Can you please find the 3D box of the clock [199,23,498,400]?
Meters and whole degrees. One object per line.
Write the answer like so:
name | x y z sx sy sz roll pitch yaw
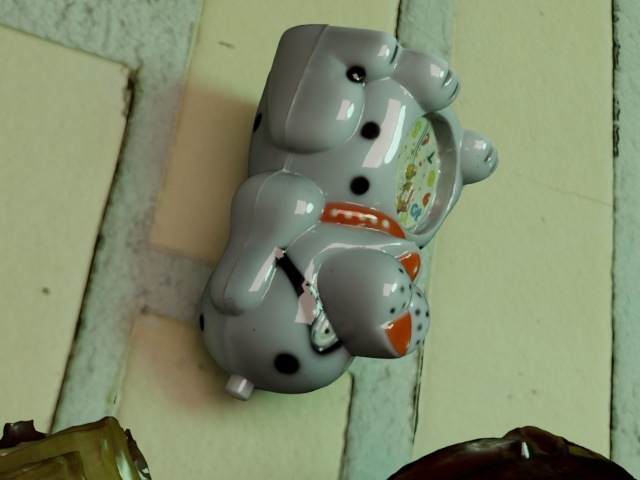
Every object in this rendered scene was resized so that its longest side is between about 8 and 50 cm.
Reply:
clock | 0.003 -0.002 0.780 0.189 0.189 0.254 28 65 -12

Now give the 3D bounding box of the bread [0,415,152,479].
bread | -0.204 0.262 0.539 0.370 0.191 0.314 -17 76 -29

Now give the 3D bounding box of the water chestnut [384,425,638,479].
water chestnut | 0.100 0.245 0.677 0.300 0.300 0.300 10 64 -21
